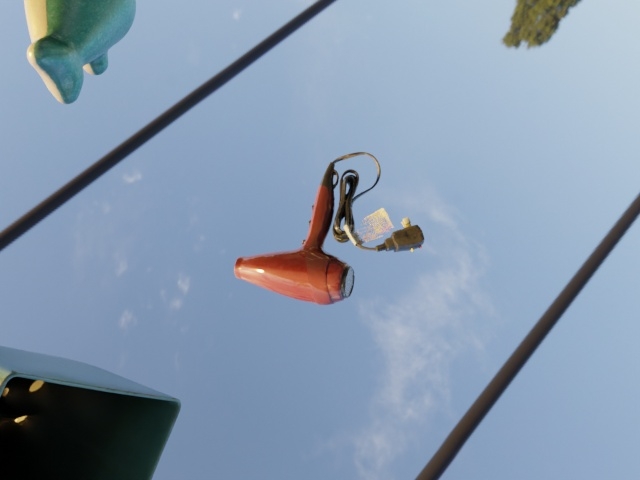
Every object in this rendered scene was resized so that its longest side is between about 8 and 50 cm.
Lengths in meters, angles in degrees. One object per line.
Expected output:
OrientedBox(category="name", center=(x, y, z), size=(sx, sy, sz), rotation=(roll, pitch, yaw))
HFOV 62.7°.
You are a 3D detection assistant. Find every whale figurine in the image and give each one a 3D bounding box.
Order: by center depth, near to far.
OrientedBox(category="whale figurine", center=(-0.364, -0.342, 0.807), size=(0.141, 0.216, 0.272), rotation=(-6, -121, 1))

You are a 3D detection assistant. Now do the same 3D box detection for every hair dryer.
OrientedBox(category="hair dryer", center=(0.000, 0.000, 0.842), size=(0.294, 0.080, 0.223), rotation=(-28, -128, -2))

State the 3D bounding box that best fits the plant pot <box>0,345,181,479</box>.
OrientedBox(category="plant pot", center=(-0.282, 0.167, 0.443), size=(0.234, 0.166, 0.165), rotation=(12, -105, 32))
